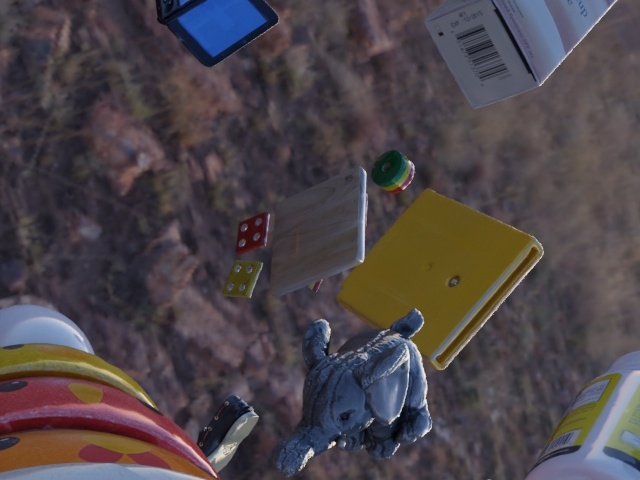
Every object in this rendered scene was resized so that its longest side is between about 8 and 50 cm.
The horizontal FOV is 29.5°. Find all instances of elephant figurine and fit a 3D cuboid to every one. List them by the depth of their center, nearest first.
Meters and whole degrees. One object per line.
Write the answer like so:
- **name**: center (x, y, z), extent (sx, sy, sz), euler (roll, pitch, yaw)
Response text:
- **elephant figurine**: center (0.037, 0.171, 1.412), extent (0.239, 0.169, 0.186), euler (35, 33, -64)

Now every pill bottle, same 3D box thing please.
- **pill bottle**: center (0.237, 0.173, 0.945), extent (0.208, 0.119, 0.119), euler (-38, 110, -55)

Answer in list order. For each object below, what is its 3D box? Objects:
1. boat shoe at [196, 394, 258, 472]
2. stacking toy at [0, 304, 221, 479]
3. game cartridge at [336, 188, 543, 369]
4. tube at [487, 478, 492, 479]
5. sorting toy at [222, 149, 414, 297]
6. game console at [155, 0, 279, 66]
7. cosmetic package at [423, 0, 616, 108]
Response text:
- **boat shoe**: center (-0.126, 0.242, 1.463), extent (0.042, 0.133, 0.049), euler (47, 23, 27)
- **stacking toy**: center (-0.208, 0.185, 0.854), extent (0.350, 0.350, 0.480), euler (58, -1, -32)
- **game cartridge**: center (0.205, 0.061, 2.198), extent (0.053, 0.285, 0.323), euler (48, -10, -34)
- **tube**: center (0.204, 0.406, 1.538), extent (0.062, 0.240, 0.070), euler (38, 27, 32)
- **sorting toy**: center (0.000, 0.000, 1.443), extent (0.046, 0.274, 0.132), euler (36, 44, -39)
- **game console**: center (-0.126, -0.306, 1.495), extent (0.144, 0.085, 0.124), euler (-41, 145, -36)
- **cosmetic package**: center (0.293, -0.331, 1.709), extent (0.153, 0.129, 0.296), euler (56, 50, -17)
